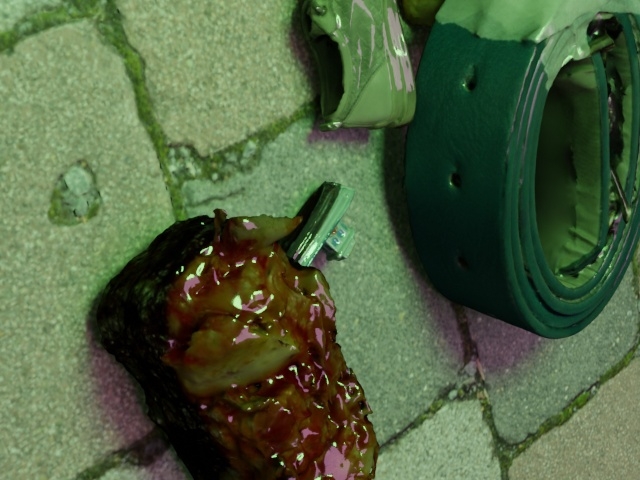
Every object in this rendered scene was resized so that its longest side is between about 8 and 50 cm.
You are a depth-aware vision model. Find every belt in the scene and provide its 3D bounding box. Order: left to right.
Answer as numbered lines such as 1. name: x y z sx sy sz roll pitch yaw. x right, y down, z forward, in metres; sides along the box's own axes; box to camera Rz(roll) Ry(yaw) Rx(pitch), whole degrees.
1. belt: 0.242 -0.107 1.276 0.300 0.173 0.436 -23 118 -41

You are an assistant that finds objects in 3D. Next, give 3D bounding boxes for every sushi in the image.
1. sushi: -0.059 0.113 1.074 0.196 0.182 0.343 -46 125 -35

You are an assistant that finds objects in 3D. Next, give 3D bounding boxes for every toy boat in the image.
1. toy boat: 0.000 0.000 1.186 0.066 0.059 0.140 39 64 -19

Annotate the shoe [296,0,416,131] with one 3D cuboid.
1. shoe: 0.024 -0.238 1.161 0.098 0.103 0.275 -18 105 -24

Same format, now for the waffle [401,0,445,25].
1. waffle: 0.199 -0.430 1.258 0.348 0.077 0.304 -41 136 -27
